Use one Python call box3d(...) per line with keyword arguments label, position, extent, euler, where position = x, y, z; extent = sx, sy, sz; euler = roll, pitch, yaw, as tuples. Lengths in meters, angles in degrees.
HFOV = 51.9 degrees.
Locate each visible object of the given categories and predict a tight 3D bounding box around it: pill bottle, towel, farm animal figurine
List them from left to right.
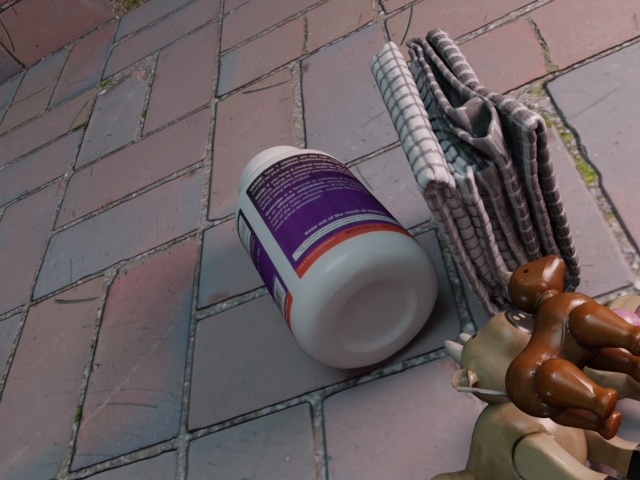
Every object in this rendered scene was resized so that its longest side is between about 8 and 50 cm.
box3d(label="pill bottle", position=(0.000, 0.000, 0.849), extent=(0.181, 0.181, 0.323), euler=(-36, 41, 0))
box3d(label="towel", position=(0.173, -0.073, 0.720), extent=(0.121, 0.283, 0.235), euler=(-25, 43, 12))
box3d(label="farm animal figurine", position=(0.192, 0.148, 0.556), extent=(0.172, 0.330, 0.326), euler=(21, 94, 42))
